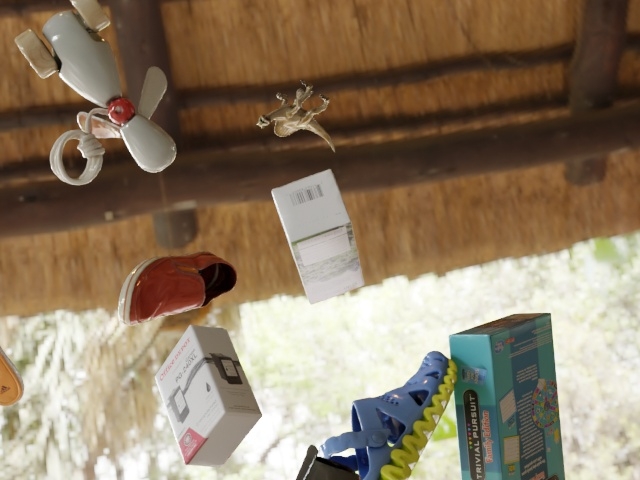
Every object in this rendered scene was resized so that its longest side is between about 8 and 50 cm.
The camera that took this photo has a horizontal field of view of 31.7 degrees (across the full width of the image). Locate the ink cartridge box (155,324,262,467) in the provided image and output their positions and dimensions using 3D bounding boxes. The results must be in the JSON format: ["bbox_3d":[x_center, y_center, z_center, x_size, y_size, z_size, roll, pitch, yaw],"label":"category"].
[{"bbox_3d":[-0.148,0.199,1.458,0.063,0.150,0.109,11,-53,-38],"label":"ink cartridge box"}]

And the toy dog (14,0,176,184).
[{"bbox_3d":[-0.375,-0.264,1.924,0.220,0.333,0.161,-16,6,-3],"label":"toy dog"}]

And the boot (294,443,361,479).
[{"bbox_3d":[0.037,0.316,1.216,0.198,0.137,0.077,29,-5,-30],"label":"boot"}]

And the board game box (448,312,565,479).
[{"bbox_3d":[0.318,0.304,1.894,0.079,0.336,0.254,-3,3,34],"label":"board game box"}]

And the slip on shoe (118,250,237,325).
[{"bbox_3d":[-0.279,0.092,2.223,0.101,0.123,0.331,13,16,28],"label":"slip on shoe"}]

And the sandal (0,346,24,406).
[{"bbox_3d":[-0.627,0.209,2.049,0.102,0.076,0.265,-35,-65,-1],"label":"sandal"}]

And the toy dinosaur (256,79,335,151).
[{"bbox_3d":[-0.031,-0.196,1.751,0.183,0.053,0.092,9,-58,-48],"label":"toy dinosaur"}]

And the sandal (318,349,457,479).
[{"bbox_3d":[0.105,0.277,1.718,0.138,0.317,0.126,29,-42,12],"label":"sandal"}]

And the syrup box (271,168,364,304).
[{"bbox_3d":[0.000,0.000,1.680,0.093,0.096,0.237,-19,-25,-2],"label":"syrup box"}]
